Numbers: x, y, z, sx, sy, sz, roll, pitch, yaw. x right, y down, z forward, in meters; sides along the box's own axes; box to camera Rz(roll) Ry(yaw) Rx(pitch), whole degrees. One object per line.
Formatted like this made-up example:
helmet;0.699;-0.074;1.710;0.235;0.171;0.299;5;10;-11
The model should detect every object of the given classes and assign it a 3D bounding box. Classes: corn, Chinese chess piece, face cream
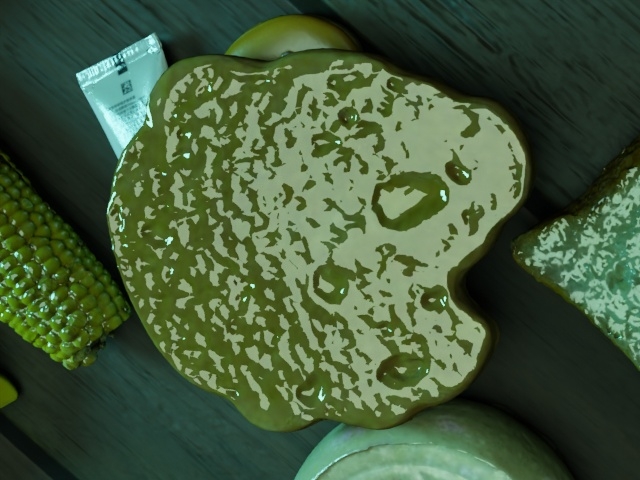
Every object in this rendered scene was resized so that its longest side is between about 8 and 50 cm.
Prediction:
corn;-0.298;-0.018;1.199;0.115;0.115;0.318;-43;90;20
Chinese chess piece;0.098;0.264;1.159;0.270;0.112;0.270;4;104;15
face cream;-0.129;-0.049;1.175;0.092;0.058;0.243;-22;92;27

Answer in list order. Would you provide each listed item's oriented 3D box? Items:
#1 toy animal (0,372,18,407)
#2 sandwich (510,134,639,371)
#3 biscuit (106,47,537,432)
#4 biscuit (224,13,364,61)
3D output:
toy animal;-0.406;0.166;1.261;0.230;0.156;0.156;-42;90;9
sandwich;0.310;-0.003;1.049;0.226;0.087;0.251;44;110;0
biscuit;0.000;0.000;1.087;0.351;0.057;0.312;-4;98;18
biscuit;-0.028;-0.099;1.134;0.170;0.050;0.170;3;103;15
